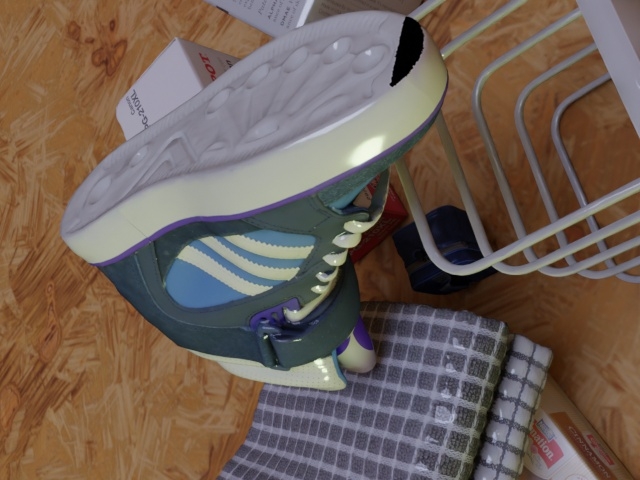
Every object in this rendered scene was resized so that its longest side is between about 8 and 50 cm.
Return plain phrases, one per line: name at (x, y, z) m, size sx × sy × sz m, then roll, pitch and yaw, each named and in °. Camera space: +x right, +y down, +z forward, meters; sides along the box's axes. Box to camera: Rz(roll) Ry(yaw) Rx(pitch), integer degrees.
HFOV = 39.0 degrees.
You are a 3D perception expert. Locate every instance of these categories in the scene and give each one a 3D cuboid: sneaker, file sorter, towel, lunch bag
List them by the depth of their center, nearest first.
sneaker at (0.000, 0.000, 0.618) m, size 0.323 × 0.236 × 0.130 m, roll -21°, pitch 40°, yaw 37°
file sorter at (0.197, -0.078, 0.641) m, size 0.173 × 0.278 × 0.192 m, roll -32°, pitch 66°, yaw 36°
towel at (0.033, 0.168, 0.755) m, size 0.284 × 0.121 × 0.235 m, roll -2°, pitch 68°, yaw 54°
lunch bag at (0.113, 0.014, 0.806) m, size 0.067 × 0.098 × 0.065 m, roll -31°, pitch 69°, yaw 26°

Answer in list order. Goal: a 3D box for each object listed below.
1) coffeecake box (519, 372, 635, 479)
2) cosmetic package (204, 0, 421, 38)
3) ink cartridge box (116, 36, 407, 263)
coffeecake box at (0.150, 0.212, 0.773) m, size 0.185 × 0.068 × 0.142 m, roll -50°, pitch 56°, yaw 23°
cosmetic package at (-0.010, -0.274, 0.903) m, size 0.184 × 0.151 × 0.151 m, roll 34°, pitch 107°, yaw 37°
ink cartridge box at (-0.051, -0.074, 0.857) m, size 0.100 × 0.237 × 0.172 m, roll -42°, pitch 61°, yaw 28°
